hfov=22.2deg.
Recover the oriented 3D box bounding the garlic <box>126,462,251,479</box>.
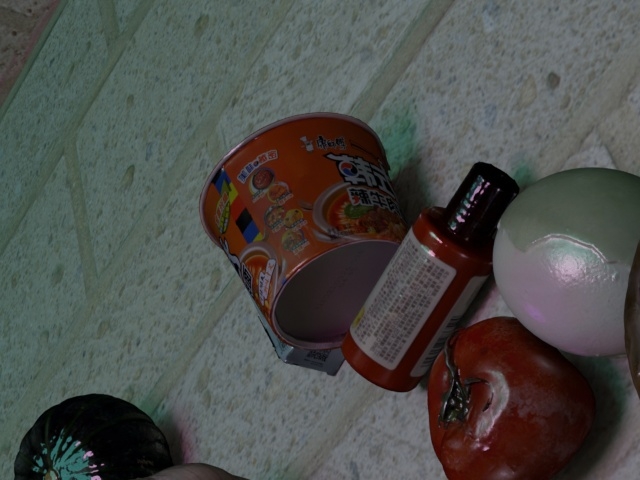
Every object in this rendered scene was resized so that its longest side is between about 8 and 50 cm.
[{"bbox_3d":[-0.163,0.415,1.957,0.241,0.322,0.322,-13,60,21],"label":"garlic"}]

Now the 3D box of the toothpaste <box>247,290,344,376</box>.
[{"bbox_3d":[-0.054,0.051,2.172,0.067,0.081,0.336,-60,32,21],"label":"toothpaste"}]

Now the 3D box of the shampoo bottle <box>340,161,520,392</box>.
[{"bbox_3d":[0.131,0.036,1.843,0.278,0.104,0.104,-59,32,23],"label":"shampoo bottle"}]

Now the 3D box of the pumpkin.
[{"bbox_3d":[-0.323,0.350,2.362,0.250,0.216,0.249,-12,60,21],"label":"pumpkin"}]

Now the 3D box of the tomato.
[{"bbox_3d":[0.186,0.170,1.633,0.187,0.151,0.187,-20,65,51],"label":"tomato"}]

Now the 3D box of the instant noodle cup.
[{"bbox_3d":[0.000,0.000,1.971,0.250,0.250,0.192,-54,44,31],"label":"instant noodle cup"}]

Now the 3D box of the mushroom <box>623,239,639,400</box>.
[{"bbox_3d":[0.366,0.034,1.249,0.362,0.295,0.362,-39,43,47],"label":"mushroom"}]

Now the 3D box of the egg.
[{"bbox_3d":[0.267,0.021,1.535,0.217,0.183,0.183,-170,96,-70],"label":"egg"}]
